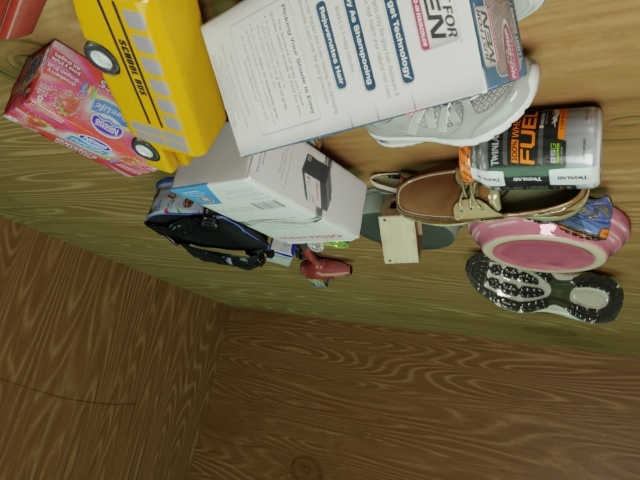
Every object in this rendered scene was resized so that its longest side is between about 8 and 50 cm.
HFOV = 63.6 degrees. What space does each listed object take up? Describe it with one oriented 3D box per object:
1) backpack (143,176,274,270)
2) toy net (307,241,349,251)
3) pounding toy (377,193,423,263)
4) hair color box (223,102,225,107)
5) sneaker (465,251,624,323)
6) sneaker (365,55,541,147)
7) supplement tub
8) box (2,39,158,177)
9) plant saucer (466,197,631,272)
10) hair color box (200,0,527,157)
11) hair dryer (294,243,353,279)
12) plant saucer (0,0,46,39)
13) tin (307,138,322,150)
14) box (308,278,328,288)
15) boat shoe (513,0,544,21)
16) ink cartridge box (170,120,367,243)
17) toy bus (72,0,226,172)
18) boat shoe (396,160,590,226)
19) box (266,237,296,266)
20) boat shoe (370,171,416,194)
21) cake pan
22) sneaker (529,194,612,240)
[{"bbox_3d":[-0.267,-0.071,1.223,0.263,0.213,0.276,-4,152,22],"label":"backpack"},{"bbox_3d":[0.000,0.000,1.553,0.122,0.045,0.232,16,163,-15],"label":"toy net"},{"bbox_3d":[0.160,-0.026,1.088,0.100,0.141,0.130,-2,119,17],"label":"pounding toy"},{"bbox_3d":[-0.155,-0.254,0.823,0.072,0.043,0.141,-2,157,40],"label":"hair color box"},{"bbox_3d":[0.595,0.129,1.433,0.410,0.158,0.182,16,-179,3],"label":"sneaker"},{"bbox_3d":[0.153,-0.191,0.706,0.115,0.105,0.281,26,159,-39],"label":"sneaker"},{"bbox_3d":[0.311,-0.133,0.768,0.190,0.117,0.117,1,161,29],"label":"supplement tub"},{"bbox_3d":[-0.412,-0.228,0.949,0.128,0.123,0.256,-4,157,40],"label":"box"},{"bbox_3d":[0.490,-0.003,1.135,0.331,0.084,0.332,10,163,3],"label":"plant saucer"},{"bbox_3d":[0.027,-0.213,0.572,0.347,0.174,0.105,-3,-162,44],"label":"hair color box"},{"bbox_3d":[-0.029,0.075,1.762,0.293,0.080,0.223,15,163,-13],"label":"hair dryer"},{"bbox_3d":[-0.497,-0.372,0.668,0.258,0.048,0.259,24,161,-34],"label":"plant saucer"},{"bbox_3d":[-0.074,-0.192,0.991,0.106,0.040,0.189,28,158,-33],"label":"tin"},{"bbox_3d":[-0.008,0.140,2.007,0.059,0.054,0.169,8,164,12],"label":"box"},{"bbox_3d":[0.136,-0.237,0.602,0.095,0.084,0.258,26,159,-38],"label":"boat shoe"},{"bbox_3d":[-0.089,-0.103,1.000,0.223,0.129,0.307,-2,160,41],"label":"ink cartridge box"},{"bbox_3d":[-0.221,-0.228,0.723,0.130,0.108,0.333,16,151,11],"label":"toy bus"},{"bbox_3d":[0.291,-0.089,0.895,0.323,0.123,0.120,-4,178,18],"label":"boat shoe"},{"bbox_3d":[-0.102,-0.006,1.464,0.072,0.126,0.137,15,163,-6],"label":"box"},{"bbox_3d":[0.167,-0.117,1.050,0.137,0.049,0.043,6,161,36],"label":"boat shoe"},{"bbox_3d":[0.201,-0.044,1.254,0.293,0.054,0.293,11,163,3],"label":"cake pan"},{"bbox_3d":[0.431,-0.073,0.962,0.221,0.087,0.083,24,180,21],"label":"sneaker"}]
